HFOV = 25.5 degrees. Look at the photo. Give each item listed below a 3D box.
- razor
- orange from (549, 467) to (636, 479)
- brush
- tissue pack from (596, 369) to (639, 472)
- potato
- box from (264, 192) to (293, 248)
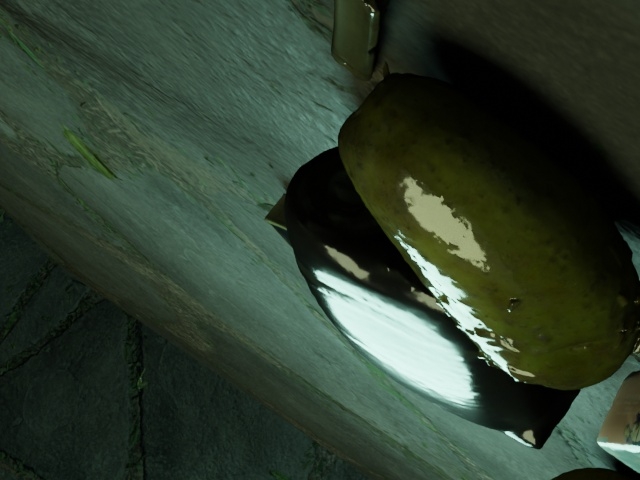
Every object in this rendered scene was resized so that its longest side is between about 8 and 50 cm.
[{"bbox_3d":[0.093,0.058,1.123,0.204,0.113,0.349,28,165,26],"label":"razor"},{"bbox_3d":[0.275,0.349,1.426,0.236,0.236,0.236,35,168,9],"label":"orange"},{"bbox_3d":[0.025,-0.129,0.831,0.034,0.027,0.190,40,176,4],"label":"brush"},{"bbox_3d":[0.255,0.136,1.058,0.059,0.074,0.094,31,167,-6],"label":"tissue pack"},{"bbox_3d":[0.107,-0.008,0.850,0.251,0.113,0.149,52,171,-23],"label":"potato"},{"bbox_3d":[0.000,0.000,1.346,0.079,0.035,0.083,23,161,47],"label":"box"}]
